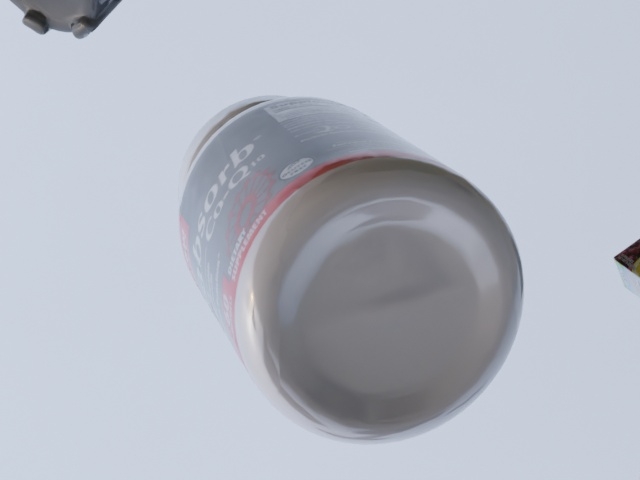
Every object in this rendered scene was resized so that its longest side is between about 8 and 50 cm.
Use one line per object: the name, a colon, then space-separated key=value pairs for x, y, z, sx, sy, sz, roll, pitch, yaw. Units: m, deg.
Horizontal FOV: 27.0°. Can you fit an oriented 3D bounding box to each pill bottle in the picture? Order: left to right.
pill bottle: x=0.000 y=0.000 z=1.067 sx=0.210 sy=0.210 sz=0.363 roll=1 pitch=-165 yaw=-16

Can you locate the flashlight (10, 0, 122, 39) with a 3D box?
flashlight: x=-0.112 y=-0.243 z=0.904 sx=0.103 sy=0.103 sz=0.304 roll=12 pitch=-135 yaw=15

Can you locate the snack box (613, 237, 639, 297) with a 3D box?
snack box: x=0.318 y=0.005 z=1.053 sx=0.141 sy=0.037 sz=0.100 roll=-35 pitch=-146 yaw=-6
